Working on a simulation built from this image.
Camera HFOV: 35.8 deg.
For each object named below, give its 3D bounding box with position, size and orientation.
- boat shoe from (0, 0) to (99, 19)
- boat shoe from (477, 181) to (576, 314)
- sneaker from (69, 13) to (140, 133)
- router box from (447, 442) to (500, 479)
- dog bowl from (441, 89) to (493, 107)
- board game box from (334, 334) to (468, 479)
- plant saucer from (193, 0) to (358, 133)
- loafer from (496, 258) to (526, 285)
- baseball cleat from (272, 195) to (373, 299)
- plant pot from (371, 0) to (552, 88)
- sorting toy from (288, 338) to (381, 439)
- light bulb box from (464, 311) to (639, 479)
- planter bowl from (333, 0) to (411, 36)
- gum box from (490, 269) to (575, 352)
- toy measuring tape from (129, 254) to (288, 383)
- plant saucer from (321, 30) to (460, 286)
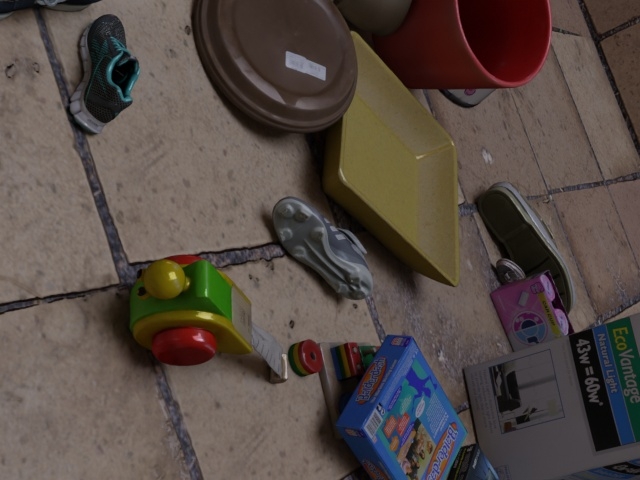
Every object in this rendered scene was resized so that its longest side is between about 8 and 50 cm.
[{"bbox_3d":[-0.315,-0.294,1.088,0.254,0.079,0.095,-15,84,-59],"label":"boat shoe"},{"bbox_3d":[0.433,0.013,2.008,0.302,0.113,0.103,62,35,-6],"label":"boat shoe"},{"bbox_3d":[-0.237,-0.202,1.151,0.065,0.076,0.166,34,44,-44],"label":"sneaker"},{"bbox_3d":[0.237,0.389,1.537,0.092,0.038,0.122,57,33,-16],"label":"router box"},{"bbox_3d":[0.305,-0.498,2.108,0.408,0.150,0.407,34,45,-42],"label":"dog bowl"},{"bbox_3d":[0.116,0.257,1.351,0.160,0.047,0.210,-55,129,-34],"label":"board game box"},{"bbox_3d":[-0.053,-0.288,1.441,0.278,0.041,0.277,15,63,-31],"label":"plant saucer"},{"bbox_3d":[0.384,0.088,1.956,0.125,0.045,0.039,50,42,-31],"label":"loafer"},{"bbox_3d":[0.000,0.000,1.413,0.206,0.072,0.109,51,19,-29],"label":"baseball cleat"},{"bbox_3d":[0.242,-0.392,1.801,0.275,0.243,0.274,4,83,-41],"label":"plant pot"},{"bbox_3d":[0.064,0.203,1.385,0.275,0.046,0.132,9,63,-55],"label":"sorting toy"},{"bbox_3d":[0.499,0.294,1.690,0.358,0.361,0.225,21,53,-50],"label":"light bulb box"},{"bbox_3d":[0.079,-0.449,1.744,0.109,0.162,0.162,6,62,-26],"label":"planter bowl"},{"bbox_3d":[0.414,0.164,1.887,0.062,0.107,0.188,-23,90,-59],"label":"gum box"},{"bbox_3d":[-0.134,0.102,1.126,0.330,0.122,0.121,58,24,-61],"label":"toy measuring tape"},{"bbox_3d":[0.108,-0.122,1.629,0.333,0.081,0.332,41,39,-37],"label":"plant saucer"}]
